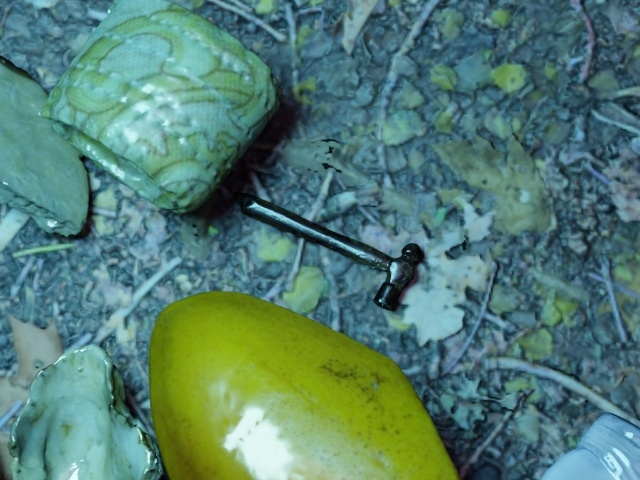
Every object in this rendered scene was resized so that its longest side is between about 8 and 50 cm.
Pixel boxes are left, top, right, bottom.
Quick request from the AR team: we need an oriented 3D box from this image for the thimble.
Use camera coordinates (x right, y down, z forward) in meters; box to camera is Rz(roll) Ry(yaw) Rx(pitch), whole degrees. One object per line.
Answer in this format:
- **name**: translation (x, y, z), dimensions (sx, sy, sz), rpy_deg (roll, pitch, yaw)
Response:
- **thimble**: translation (-0.143, -0.124, 1.342), dimensions (0.190, 0.137, 0.143), rpy_deg (33, 78, 17)

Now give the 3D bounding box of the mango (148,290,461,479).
- **mango**: translation (-0.007, 0.177, 1.249), dimensions (0.350, 0.199, 0.201), rpy_deg (43, 117, 6)

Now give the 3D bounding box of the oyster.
- **oyster**: translation (-0.165, 0.262, 1.267), dimensions (0.166, 0.110, 0.341), rpy_deg (-32, 76, -12)

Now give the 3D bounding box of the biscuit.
- **biscuit**: translation (-0.302, -0.109, 1.355), dimensions (0.250, 0.032, 0.133), rpy_deg (28, 53, -17)

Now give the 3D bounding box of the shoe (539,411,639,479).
- **shoe**: translation (0.268, 0.273, 1.276), dimensions (0.137, 0.095, 0.245), rpy_deg (-35, 76, -4)

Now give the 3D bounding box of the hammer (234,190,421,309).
- **hammer**: translation (0.000, 0.000, 1.372), dimensions (0.178, 0.021, 0.065), rpy_deg (24, 79, 6)
